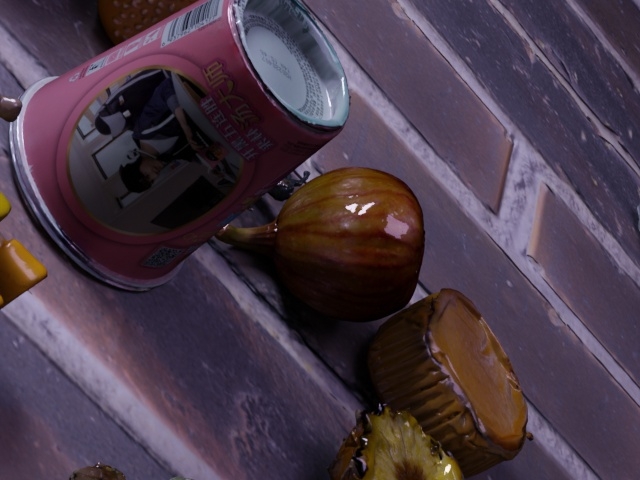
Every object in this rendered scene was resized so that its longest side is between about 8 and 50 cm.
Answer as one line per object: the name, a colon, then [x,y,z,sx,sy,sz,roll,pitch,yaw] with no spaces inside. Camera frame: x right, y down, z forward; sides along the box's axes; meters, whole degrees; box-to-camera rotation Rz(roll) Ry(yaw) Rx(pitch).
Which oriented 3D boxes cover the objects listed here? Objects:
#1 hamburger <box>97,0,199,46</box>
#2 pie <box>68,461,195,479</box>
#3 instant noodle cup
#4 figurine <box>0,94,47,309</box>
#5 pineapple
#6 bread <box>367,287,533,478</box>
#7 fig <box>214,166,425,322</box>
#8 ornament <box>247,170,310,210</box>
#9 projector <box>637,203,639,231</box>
hamburger: [-0.151,-0.252,1.852,0.162,0.162,0.115,45,33,-22]
pie: [-0.106,0.322,1.446,0.257,0.105,0.274,40,34,-45]
instant noodle cup: [-0.116,-0.108,1.672,0.244,0.255,0.244,39,34,-34]
figurine: [-0.335,-0.092,1.415,0.344,0.187,0.215,60,6,-5]
pineapple: [0.075,0.263,1.787,0.225,0.076,0.225,37,38,-36]
bread: [0.133,0.158,1.946,0.199,0.104,0.199,42,32,-34]
fig: [0.004,0.002,1.878,0.175,0.207,0.175,2,90,-84]
ornament: [-0.061,-0.057,1.910,0.073,0.028,0.125,26,27,5]
projector: [0.528,0.017,2.696,0.115,0.061,0.147,30,40,-41]
